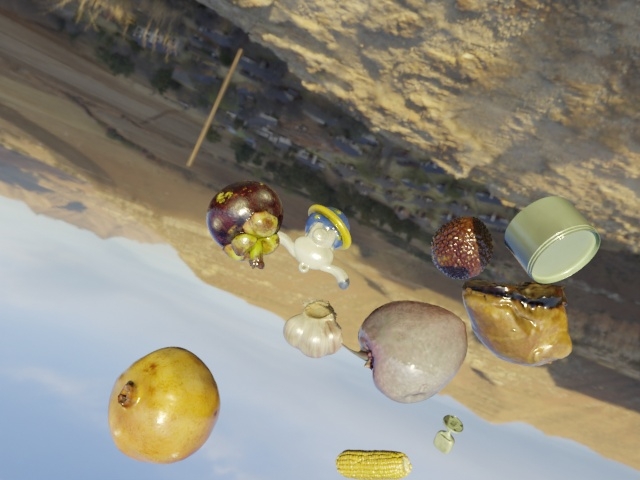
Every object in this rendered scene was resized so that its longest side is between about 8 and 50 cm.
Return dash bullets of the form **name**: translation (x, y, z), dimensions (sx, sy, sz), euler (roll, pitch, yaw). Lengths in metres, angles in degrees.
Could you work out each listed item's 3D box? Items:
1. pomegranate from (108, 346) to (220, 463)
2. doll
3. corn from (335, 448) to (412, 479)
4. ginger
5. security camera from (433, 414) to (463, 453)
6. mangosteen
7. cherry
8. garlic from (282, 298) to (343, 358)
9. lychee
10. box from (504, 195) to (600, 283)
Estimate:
- **pomegranate**: translation (-0.572, 0.587, 1.940), dimensions (0.417, 0.416, 0.416), euler (21, 175, 2)
- **doll**: translation (0.024, 0.010, 1.811), dimensions (0.311, 0.243, 0.159), euler (47, 141, 14)
- **corn**: translation (0.136, 0.602, 1.447), dimensions (0.238, 0.080, 0.080), euler (-17, 150, 40)
- **ginger**: translation (0.484, 0.206, 1.359), dimensions (0.270, 0.222, 0.200), euler (0, -176, -12)
- **security camera**: translation (0.318, 0.491, 1.360), dimensions (0.058, 0.092, 0.058), euler (15, -151, -8)
- **mangosteen**: translation (-0.168, -0.033, 1.283), dimensions (0.217, 0.192, 0.192), euler (64, -169, 19)
- **cherry**: translation (0.184, 0.231, 1.134), dimensions (0.266, 0.213, 0.183), euler (-22, 146, 4)
- **garlic**: translation (-0.027, 0.298, 1.910), dimensions (0.207, 0.207, 0.257), euler (22, 179, -15)
- **lychee**: translation (0.531, 0.021, 2.017), dimensions (0.236, 0.235, 0.271), euler (20, 148, 9)
- **box**: translation (0.688, 0.001, 1.610), dimensions (0.226, 0.226, 0.149), euler (25, -151, -39)
